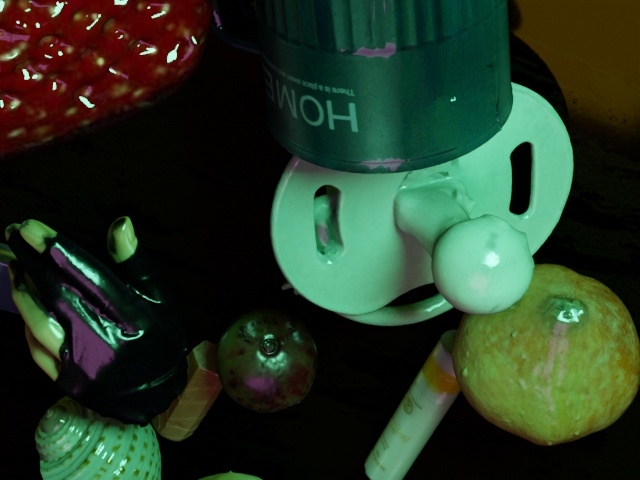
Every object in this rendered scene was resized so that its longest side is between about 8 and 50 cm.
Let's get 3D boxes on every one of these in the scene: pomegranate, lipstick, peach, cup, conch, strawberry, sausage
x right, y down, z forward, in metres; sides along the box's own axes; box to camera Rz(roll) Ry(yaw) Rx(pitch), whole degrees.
[{"bbox_3d":[-0.065,0.162,1.655,0.129,0.129,0.159,-1,130,8],"label":"pomegranate"},{"bbox_3d":[0.129,0.221,1.726,0.059,0.059,0.264,18,130,-9],"label":"lipstick"},{"bbox_3d":[0.261,0.127,1.533,0.232,0.232,0.232,3,130,4],"label":"peach"},{"bbox_3d":[0.039,-0.263,1.248,0.242,0.308,0.292,-22,131,-18],"label":"cup"},{"bbox_3d":[-0.274,0.275,1.750,0.200,0.172,0.131,23,110,-26],"label":"conch"},{"bbox_3d":[-0.283,-0.229,1.283,0.345,0.295,0.318,-2,98,-19],"label":"strawberry"},{"bbox_3d":[-0.173,0.206,1.747,0.065,0.065,0.169,23,127,-13],"label":"sausage"}]

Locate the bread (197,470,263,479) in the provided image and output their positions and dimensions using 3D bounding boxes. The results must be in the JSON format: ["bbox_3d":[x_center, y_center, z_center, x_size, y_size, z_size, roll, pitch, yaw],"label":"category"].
[{"bbox_3d":[-0.186,0.485,1.781,0.348,0.376,0.253,-25,96,32],"label":"bread"}]

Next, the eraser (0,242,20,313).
[{"bbox_3d":[-0.432,0.035,1.648,0.225,0.036,0.082,15,130,-7],"label":"eraser"}]

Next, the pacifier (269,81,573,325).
[{"bbox_3d":[0.127,-0.005,1.373,0.343,0.269,0.288,-13,123,-12],"label":"pacifier"}]

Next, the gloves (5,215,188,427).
[{"bbox_3d":[-0.263,0.085,1.600,0.197,0.152,0.301,-46,114,-13],"label":"gloves"}]

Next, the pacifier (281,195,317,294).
[{"bbox_3d":[0.000,0.000,1.534,0.150,0.127,0.117,-31,97,36],"label":"pacifier"}]
